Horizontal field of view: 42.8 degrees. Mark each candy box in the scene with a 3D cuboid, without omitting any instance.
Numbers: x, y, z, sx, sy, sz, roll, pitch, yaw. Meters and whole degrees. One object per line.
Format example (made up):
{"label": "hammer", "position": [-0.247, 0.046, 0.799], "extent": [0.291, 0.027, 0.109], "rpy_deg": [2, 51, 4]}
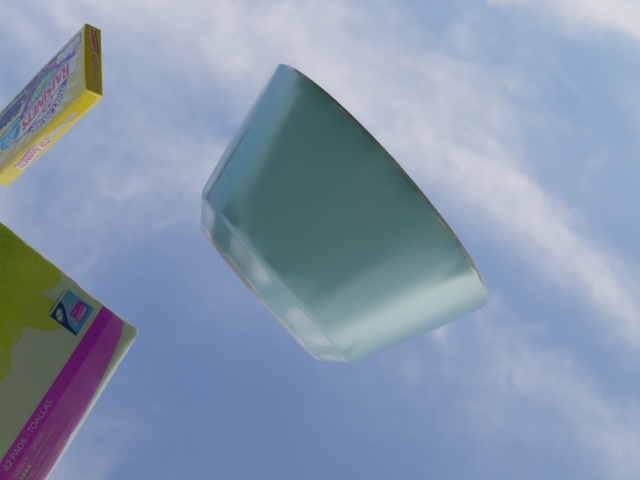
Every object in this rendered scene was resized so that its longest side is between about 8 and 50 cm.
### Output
{"label": "candy box", "position": [-0.326, -0.157, 0.969], "extent": [0.027, 0.206, 0.105], "rpy_deg": [20, -133, -45]}

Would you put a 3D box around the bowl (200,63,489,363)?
{"label": "bowl", "position": [0.000, 0.000, 0.802], "extent": [0.311, 0.163, 0.311], "rpy_deg": [48, 177, 3]}

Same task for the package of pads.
{"label": "package of pads", "position": [-0.356, 0.141, 0.844], "extent": [0.229, 0.101, 0.297], "rpy_deg": [42, -136, -20]}
